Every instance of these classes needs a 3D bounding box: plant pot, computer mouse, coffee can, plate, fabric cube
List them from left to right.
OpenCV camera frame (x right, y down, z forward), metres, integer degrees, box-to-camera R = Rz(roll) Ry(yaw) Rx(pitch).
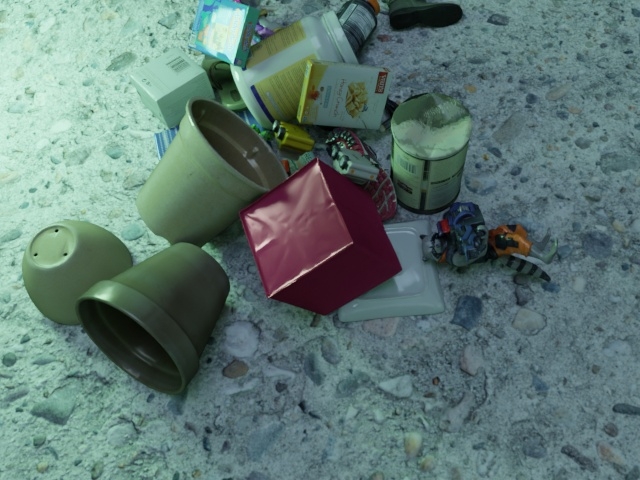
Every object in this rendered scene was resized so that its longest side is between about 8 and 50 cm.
[{"bbox_3d":[-0.663,0.056,1.679,0.283,0.191,0.284,-2,62,4],"label":"plant pot"},{"bbox_3d":[-0.377,0.161,1.556,0.323,0.323,0.280,24,52,17],"label":"plant pot"},{"bbox_3d":[-0.305,-0.148,1.663,0.305,0.333,0.334,-42,62,20],"label":"plant pot"},{"bbox_3d":[0.000,0.000,1.559,0.254,0.258,0.259,-33,60,21],"label":"fabric cube"},{"bbox_3d":[0.112,-0.363,1.900,0.262,0.060,0.184,-31,63,-21],"label":"computer mouse"},{"bbox_3d":[0.171,0.067,1.676,0.277,0.045,0.278,-6,63,2],"label":"plate"},{"bbox_3d":[0.285,-0.223,1.684,0.201,0.275,0.202,-2,62,4],"label":"coffee can"}]

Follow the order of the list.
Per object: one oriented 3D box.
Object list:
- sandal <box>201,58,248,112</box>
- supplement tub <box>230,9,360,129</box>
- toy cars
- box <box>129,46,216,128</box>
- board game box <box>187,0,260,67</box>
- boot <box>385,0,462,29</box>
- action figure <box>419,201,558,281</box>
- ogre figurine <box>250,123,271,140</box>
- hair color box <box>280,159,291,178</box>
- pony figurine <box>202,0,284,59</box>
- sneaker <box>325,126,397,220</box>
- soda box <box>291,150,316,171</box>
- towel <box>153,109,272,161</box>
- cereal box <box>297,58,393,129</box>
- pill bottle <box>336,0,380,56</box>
[{"bbox_3d":[-0.289,-0.507,1.978,0.120,0.086,0.303,-26,49,-8],"label":"sandal"},{"bbox_3d":[-0.065,-0.493,1.839,0.331,0.241,0.241,-24,62,10],"label":"supplement tub"},{"bbox_3d":[0.000,-0.224,1.698,0.393,0.176,0.087,29,110,29],"label":"toy cars"},{"bbox_3d":[-0.452,-0.469,1.954,0.181,0.119,0.181,-37,56,-16],"label":"box"},{"bbox_3d":[-0.271,-0.585,1.766,0.210,0.047,0.160,31,110,35],"label":"board game box"},{"bbox_3d":[0.333,-0.777,2.082,0.246,0.083,0.161,-3,57,2],"label":"boot"},{"bbox_3d":[0.411,0.028,1.588,0.329,0.179,0.341,2,23,14],"label":"action figure"},{"bbox_3d":[-0.251,-0.286,1.840,0.196,0.097,0.118,22,51,-1],"label":"ogre figurine"},{"bbox_3d":[-0.156,-0.188,1.824,0.141,0.072,0.043,-7,63,3],"label":"hair color box"},{"bbox_3d":[-0.257,-0.731,1.992,0.363,0.351,0.303,49,118,18],"label":"pony figurine"},{"bbox_3d":[0.134,-0.191,1.778,0.120,0.112,0.299,-37,69,25],"label":"sneaker"},{"bbox_3d":[-0.034,-0.210,1.828,0.058,0.063,0.183,-25,64,-8],"label":"soda box"},{"bbox_3d":[-0.317,-0.273,1.909,0.335,0.040,0.243,-19,65,-2],"label":"towel"},{"bbox_3d":[0.067,-0.399,1.754,0.240,0.173,0.047,1,33,-18],"label":"cereal box"},{"bbox_3d":[0.097,-0.668,2.016,0.130,0.130,0.246,25,67,17],"label":"pill bottle"}]
